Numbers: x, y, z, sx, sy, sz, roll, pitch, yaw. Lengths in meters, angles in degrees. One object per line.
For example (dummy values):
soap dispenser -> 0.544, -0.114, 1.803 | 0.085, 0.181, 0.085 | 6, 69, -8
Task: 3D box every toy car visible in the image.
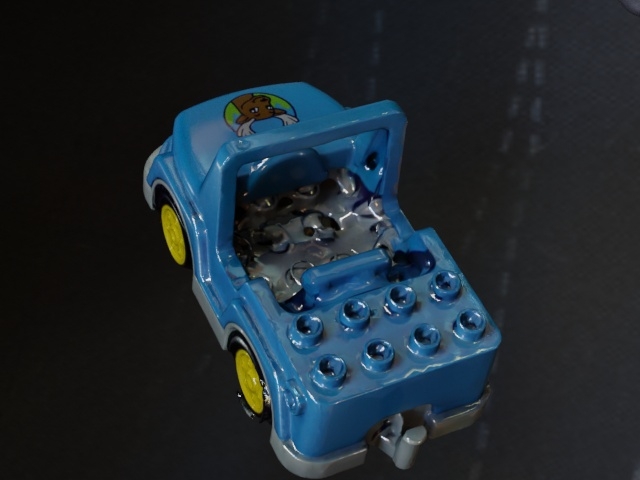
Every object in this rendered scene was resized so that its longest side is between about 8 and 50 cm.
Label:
toy car -> 0.000, 0.000, 0.615 | 0.097, 0.191, 0.100 | -16, 144, -22

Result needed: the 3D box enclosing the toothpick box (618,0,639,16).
toothpick box -> 0.141, -0.249, 0.676 | 0.316, 0.229, 0.229 | 39, 67, -11
